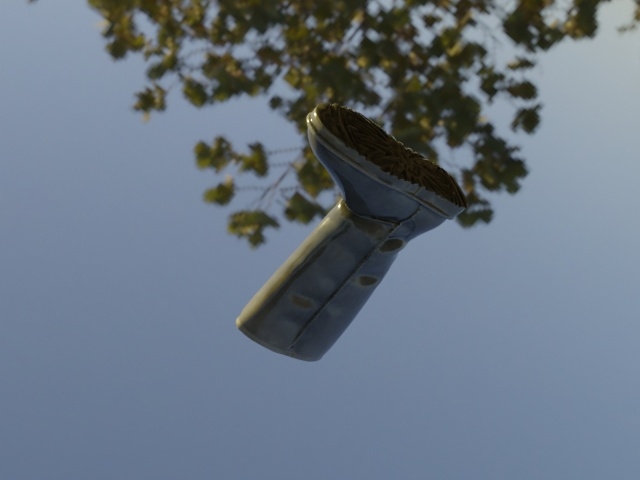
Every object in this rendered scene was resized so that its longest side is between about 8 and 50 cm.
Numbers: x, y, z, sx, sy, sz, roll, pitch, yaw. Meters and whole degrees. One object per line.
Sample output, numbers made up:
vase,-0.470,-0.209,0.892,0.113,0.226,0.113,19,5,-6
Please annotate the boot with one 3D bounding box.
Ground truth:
boot,0.000,0.001,1.005,0.189,0.208,0.076,32,-151,-35
